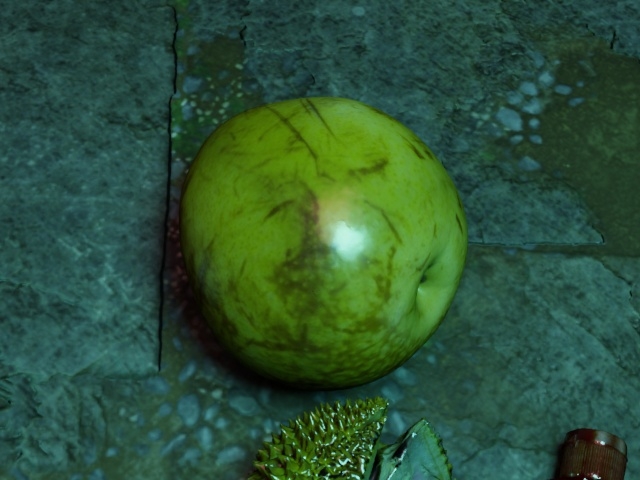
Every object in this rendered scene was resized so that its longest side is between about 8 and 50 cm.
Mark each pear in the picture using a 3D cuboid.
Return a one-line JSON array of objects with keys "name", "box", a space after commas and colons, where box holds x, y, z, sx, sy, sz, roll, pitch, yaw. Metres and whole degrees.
[{"name": "pear", "box": [0.000, 0.000, 0.934, 0.280, 0.281, 0.281, 2, 60, -4]}]

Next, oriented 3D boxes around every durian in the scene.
[{"name": "durian", "box": [0.001, 0.250, 0.848, 0.137, 0.193, 0.237, 2, 34, 46]}]

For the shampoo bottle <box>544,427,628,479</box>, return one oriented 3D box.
[{"name": "shampoo bottle", "box": [0.227, 0.298, 0.889, 0.102, 0.064, 0.260, 16, 60, 5]}]
